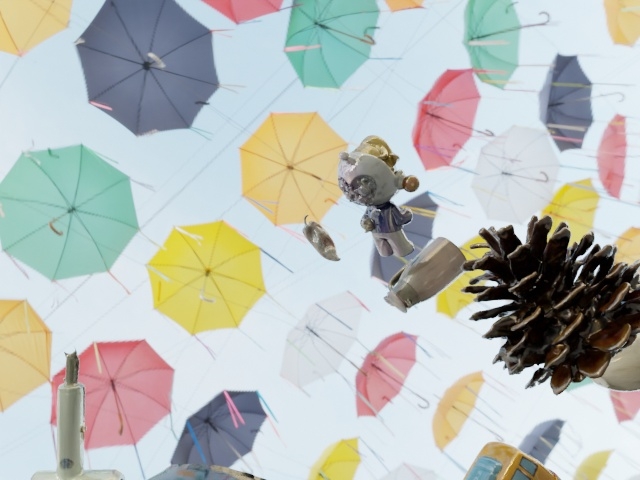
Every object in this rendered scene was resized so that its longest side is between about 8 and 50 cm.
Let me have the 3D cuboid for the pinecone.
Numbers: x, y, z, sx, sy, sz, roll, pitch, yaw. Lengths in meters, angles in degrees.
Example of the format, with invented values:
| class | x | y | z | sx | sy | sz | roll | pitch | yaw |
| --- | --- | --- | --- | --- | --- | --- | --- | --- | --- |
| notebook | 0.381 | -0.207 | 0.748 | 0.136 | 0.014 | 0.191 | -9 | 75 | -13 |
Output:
| class | x | y | z | sx | sy | sz | roll | pitch | yaw |
| --- | --- | --- | --- | --- | --- | --- | --- | --- | --- |
| pinecone | 0.212 | 0.050 | 0.538 | 0.163 | 0.165 | 0.163 | -35 | -22 | -17 |

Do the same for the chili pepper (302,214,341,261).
| class | x | y | z | sx | sy | sz | roll | pitch | yaw |
| --- | --- | --- | --- | --- | --- | --- | --- | --- | --- |
| chili pepper | 0.000 | 0.000 | 1.411 | 0.050 | 0.153 | 0.041 | -48 | -20 | 22 |

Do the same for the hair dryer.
| class | x | y | z | sx | sy | sz | roll | pitch | yaw |
| --- | --- | --- | --- | --- | --- | --- | --- | --- | --- |
| hair dryer | -0.486 | 0.390 | 1.120 | 0.173 | 0.107 | 0.358 | 0 | -88 | -7 |

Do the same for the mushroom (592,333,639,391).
| class | x | y | z | sx | sy | sz | roll | pitch | yaw |
| --- | --- | --- | --- | --- | --- | --- | --- | --- | --- |
| mushroom | 0.514 | 0.188 | 0.887 | 0.212 | 0.088 | 0.097 | -9 | -30 | 1 |

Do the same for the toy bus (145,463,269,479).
| class | x | y | z | sx | sy | sz | roll | pitch | yaw |
| --- | --- | --- | --- | --- | --- | --- | --- | --- | --- |
| toy bus | -0.048 | 0.306 | 0.501 | 0.302 | 0.127 | 0.147 | 44 | -131 | -37 |

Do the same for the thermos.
| class | x | y | z | sx | sy | sz | roll | pitch | yaw |
| --- | --- | --- | --- | --- | --- | --- | --- | --- | --- |
| thermos | 0.234 | 0.087 | 1.326 | 0.193 | 0.137 | 0.105 | -40 | -62 | -13 |

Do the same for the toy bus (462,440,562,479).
| class | x | y | z | sx | sy | sz | roll | pitch | yaw |
| --- | --- | --- | --- | --- | --- | --- | --- | --- | --- |
| toy bus | 0.320 | 0.468 | 1.008 | 0.136 | 0.126 | 0.209 | 45 | -111 | -15 |

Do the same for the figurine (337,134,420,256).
| class | x | y | z | sx | sy | sz | roll | pitch | yaw |
| --- | --- | --- | --- | --- | --- | --- | --- | --- | --- |
| figurine | 0.118 | -0.086 | 1.236 | 0.133 | 0.193 | 0.274 | -38 | -40 | -35 |
